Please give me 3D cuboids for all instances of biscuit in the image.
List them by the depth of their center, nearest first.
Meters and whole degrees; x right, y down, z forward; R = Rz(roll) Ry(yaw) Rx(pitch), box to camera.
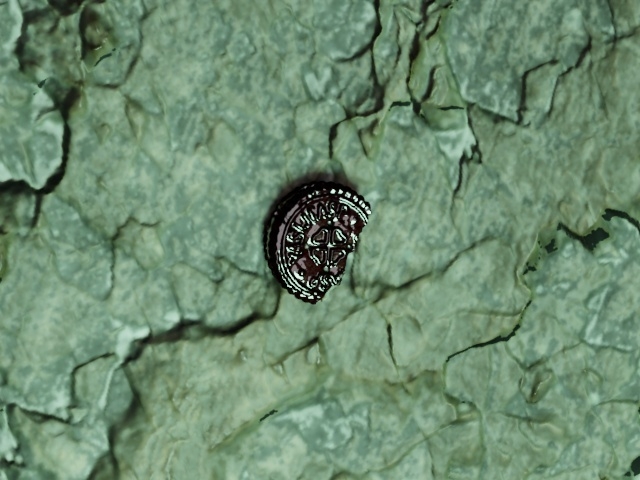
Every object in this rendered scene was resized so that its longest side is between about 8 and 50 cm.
[{"bbox_3d":[0.000,0.000,1.161,0.089,0.027,0.087,-25,103,-18],"label":"biscuit"}]
